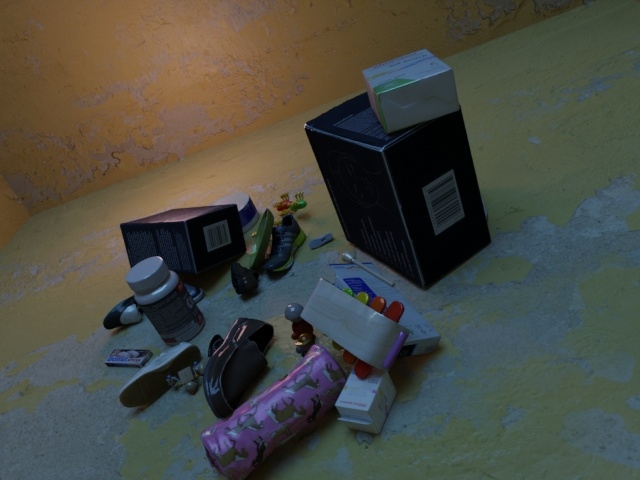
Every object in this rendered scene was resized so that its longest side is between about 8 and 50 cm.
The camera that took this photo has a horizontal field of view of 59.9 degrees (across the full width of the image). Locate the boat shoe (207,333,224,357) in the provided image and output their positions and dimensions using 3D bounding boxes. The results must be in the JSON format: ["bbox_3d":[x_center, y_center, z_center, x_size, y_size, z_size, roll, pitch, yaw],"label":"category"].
[{"bbox_3d":[-0.338,0.354,1.759,0.048,0.042,0.133,-12,33,15],"label":"boat shoe"}]

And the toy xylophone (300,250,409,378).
[{"bbox_3d":[0.085,0.174,1.381,0.236,0.081,0.322,-55,45,5],"label":"toy xylophone"}]

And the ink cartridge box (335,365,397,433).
[{"bbox_3d":[0.107,0.386,1.328,0.092,0.090,0.143,-2,37,35],"label":"ink cartridge box"}]

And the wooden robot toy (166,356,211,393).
[{"bbox_3d":[-0.384,0.423,1.678,0.173,0.076,0.079,-27,65,5],"label":"wooden robot toy"}]

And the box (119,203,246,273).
[{"bbox_3d":[-0.555,-0.008,2.248,0.395,0.212,0.293,-1,15,35],"label":"box"}]

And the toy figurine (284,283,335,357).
[{"bbox_3d":[0.015,0.243,1.570,0.213,0.148,0.209,-24,29,0],"label":"toy figurine"}]

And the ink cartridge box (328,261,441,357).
[{"bbox_3d":[0.157,0.179,1.495,0.165,0.065,0.333,-1,34,-34],"label":"ink cartridge box"}]

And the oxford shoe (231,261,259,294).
[{"bbox_3d":[-0.279,0.138,2.051,0.096,0.083,0.227,-8,23,-18],"label":"oxford shoe"}]

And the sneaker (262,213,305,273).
[{"bbox_3d":[-0.153,0.013,2.095,0.111,0.121,0.300,-11,32,24],"label":"sneaker"}]

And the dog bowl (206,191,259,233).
[{"bbox_3d":[-0.418,-0.105,2.502,0.264,0.104,0.265,-18,29,11],"label":"dog bowl"}]

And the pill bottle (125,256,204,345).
[{"bbox_3d":[-0.529,0.205,1.893,0.161,0.283,0.161,-18,30,11],"label":"pill bottle"}]

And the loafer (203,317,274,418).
[{"bbox_3d":[-0.225,0.343,1.596,0.130,0.134,0.366,-13,31,20],"label":"loafer"}]

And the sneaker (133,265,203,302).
[{"bbox_3d":[-0.579,0.160,2.083,0.268,0.153,0.101,6,39,9],"label":"sneaker"}]

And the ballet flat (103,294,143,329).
[{"bbox_3d":[-0.707,0.253,2.149,0.096,0.095,0.280,23,52,34],"label":"ballet flat"}]

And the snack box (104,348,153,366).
[{"bbox_3d":[-0.668,0.409,1.929,0.178,0.022,0.064,-6,35,29],"label":"snack box"}]

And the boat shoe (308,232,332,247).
[{"bbox_3d":[0.000,0.000,2.102,0.100,0.035,0.035,-29,2,0],"label":"boat shoe"}]

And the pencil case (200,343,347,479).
[{"bbox_3d":[-0.109,0.423,1.360,0.386,0.167,0.160,-35,53,-20],"label":"pencil case"}]

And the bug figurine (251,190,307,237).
[{"bbox_3d":[-0.163,-0.098,2.316,0.216,0.072,0.279,-13,33,44],"label":"bug figurine"}]

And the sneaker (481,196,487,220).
[{"bbox_3d":[0.494,-0.155,1.897,0.105,0.123,0.290,-16,31,11],"label":"sneaker"}]

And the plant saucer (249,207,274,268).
[{"bbox_3d":[-0.221,-0.004,2.116,0.037,0.241,0.241,16,28,-12],"label":"plant saucer"}]

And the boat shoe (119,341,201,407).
[{"bbox_3d":[-0.509,0.415,1.737,0.277,0.098,0.096,-32,28,-32],"label":"boat shoe"}]

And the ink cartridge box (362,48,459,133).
[{"bbox_3d":[0.239,-0.438,1.573,0.207,0.119,0.353,-18,28,5],"label":"ink cartridge box"}]

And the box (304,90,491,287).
[{"bbox_3d":[0.237,-0.184,1.767,0.297,0.480,0.471,-32,30,-17],"label":"box"}]
